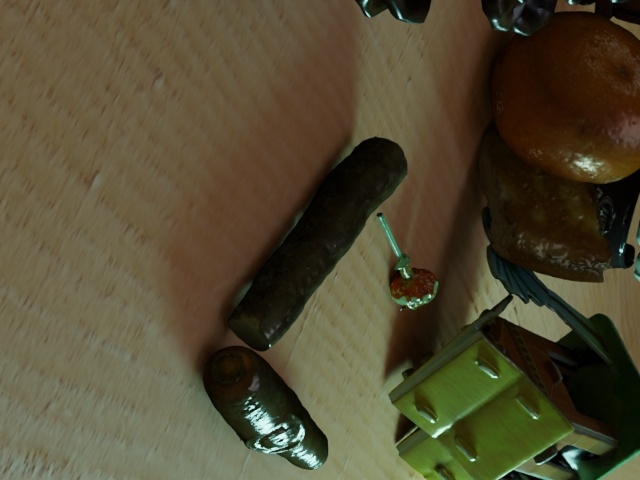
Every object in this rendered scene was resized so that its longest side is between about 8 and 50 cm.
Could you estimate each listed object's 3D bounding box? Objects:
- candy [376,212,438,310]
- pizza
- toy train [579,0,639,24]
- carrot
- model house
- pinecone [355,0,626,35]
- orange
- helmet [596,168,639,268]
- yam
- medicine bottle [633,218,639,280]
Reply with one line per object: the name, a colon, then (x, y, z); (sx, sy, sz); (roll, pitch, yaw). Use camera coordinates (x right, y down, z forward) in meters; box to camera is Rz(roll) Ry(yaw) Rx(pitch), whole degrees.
candy: (0.088, 0.020, 1.637); (0.056, 0.049, 0.184); (-26, 144, 2)
pizza: (0.280, -0.089, 1.902); (0.071, 0.189, 0.297); (-37, -128, 56)
toy train: (0.365, -0.393, 1.752); (0.150, 0.221, 0.304); (-59, 156, -32)
carrot: (-0.038, 0.173, 1.404); (0.070, 0.070, 0.342); (-67, 160, -14)
model house: (0.191, 0.163, 1.905); (0.300, 0.340, 0.324); (-39, 142, 24)
pinecone: (0.136, -0.330, 1.077); (0.398, 0.398, 0.397); (-51, 150, -45)
orange: (0.312, -0.168, 1.806); (0.224, 0.224, 0.170); (-57, -174, -36)
helmet: (0.365, -0.059, 2.049); (0.216, 0.193, 0.189); (-135, -127, -65)
yam: (0.000, 0.000, 1.369); (0.274, 0.061, 0.061); (-53, 152, -39)
medicine bottle: (0.473, -0.051, 1.976); (0.121, 0.083, 0.228); (-31, 134, -63)
